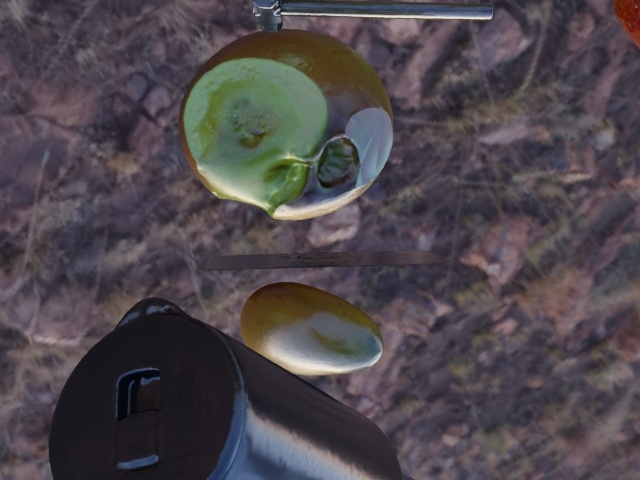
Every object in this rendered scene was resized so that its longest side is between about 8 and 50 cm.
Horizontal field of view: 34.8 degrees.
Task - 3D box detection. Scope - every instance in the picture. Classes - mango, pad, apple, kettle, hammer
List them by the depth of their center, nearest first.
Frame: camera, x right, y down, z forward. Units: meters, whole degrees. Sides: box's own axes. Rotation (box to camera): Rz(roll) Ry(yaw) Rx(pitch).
[{"bbox_3d":[-0.085,0.224,0.878,0.308,0.203,0.262,44,64,-55],"label":"kettle"},{"bbox_3d":[-0.018,0.125,1.431,0.151,0.221,0.120,39,65,-41],"label":"mango"},{"bbox_3d":[0.079,-0.351,1.563,0.365,0.043,0.111,2,170,0],"label":"hammer"},{"bbox_3d":[0.000,0.001,1.615,0.375,0.063,0.315,-1,-177,-4],"label":"pad"},{"bbox_3d":[-0.056,-0.202,1.889,0.384,0.374,0.374,-35,148,-27],"label":"apple"}]

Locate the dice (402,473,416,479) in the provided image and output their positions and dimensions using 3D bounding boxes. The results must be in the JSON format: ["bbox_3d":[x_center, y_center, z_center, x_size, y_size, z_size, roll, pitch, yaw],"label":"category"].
[{"bbox_3d":[0.135,0.536,1.826,0.181,0.183,0.182,-58,162,13],"label":"dice"}]

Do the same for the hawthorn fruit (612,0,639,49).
[{"bbox_3d":[0.482,-0.295,1.267,0.205,0.253,0.205,-31,170,-6],"label":"hawthorn fruit"}]
